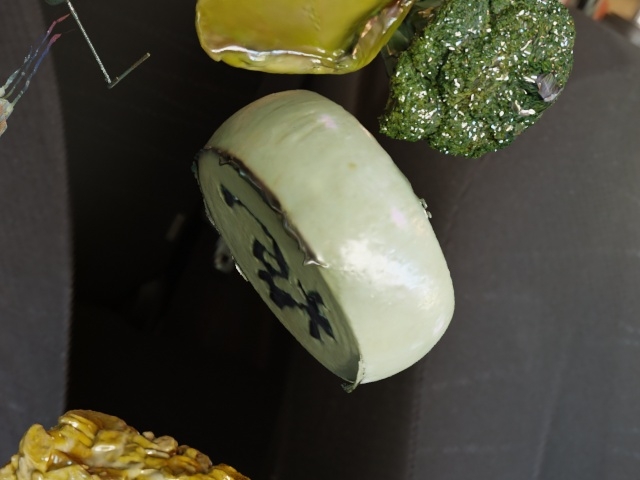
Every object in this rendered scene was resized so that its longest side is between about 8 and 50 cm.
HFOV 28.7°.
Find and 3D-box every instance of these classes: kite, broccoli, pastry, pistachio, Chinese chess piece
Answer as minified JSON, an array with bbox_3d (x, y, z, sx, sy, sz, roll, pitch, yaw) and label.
[{"bbox_3d":[-0.296,-0.126,1.171,0.016,0.229,0.127,34,-14,0],"label":"kite"},{"bbox_3d":[0.107,-0.125,0.891,0.138,0.162,0.146,33,-9,39],"label":"broccoli"},{"bbox_3d":[-0.154,0.240,1.107,0.250,0.102,0.154,25,25,5],"label":"pastry"},{"bbox_3d":[-0.007,-0.143,0.802,0.173,0.049,0.089,-23,85,-26],"label":"pistachio"},{"bbox_3d":[0.000,0.000,1.428,0.349,0.146,0.349,50,-16,21],"label":"Chinese chess piece"}]

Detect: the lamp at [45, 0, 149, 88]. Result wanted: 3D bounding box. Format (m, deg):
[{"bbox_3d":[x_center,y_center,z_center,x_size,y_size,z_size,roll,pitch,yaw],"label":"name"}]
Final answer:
[{"bbox_3d":[-0.225,-0.205,1.207,0.121,0.054,0.041,53,47,-15],"label":"lamp"}]
